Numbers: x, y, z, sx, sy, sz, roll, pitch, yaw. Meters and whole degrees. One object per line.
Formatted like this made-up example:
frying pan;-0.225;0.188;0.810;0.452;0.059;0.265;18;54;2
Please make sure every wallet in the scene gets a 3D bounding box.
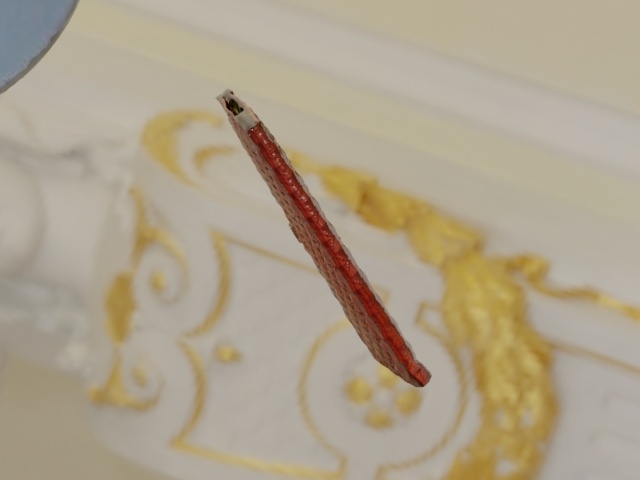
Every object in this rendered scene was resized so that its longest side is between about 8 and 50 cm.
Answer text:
wallet;0.000;0.000;1.204;0.020;0.103;0.196;-34;-70;-6

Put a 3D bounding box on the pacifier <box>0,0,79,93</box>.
pacifier;-0.232;-0.185;0.905;0.233;0.244;0.300;147;123;-70
